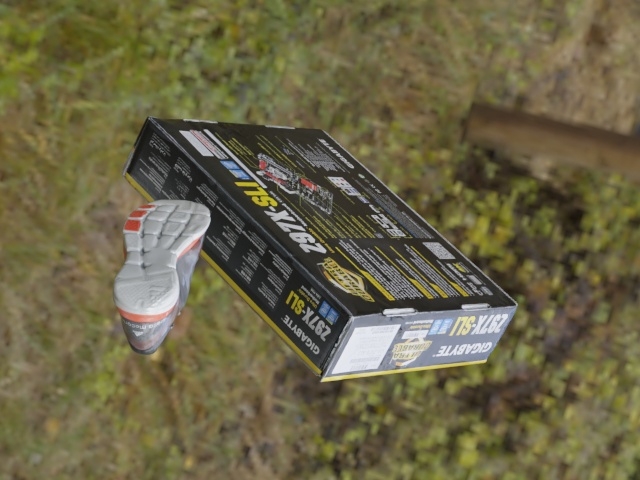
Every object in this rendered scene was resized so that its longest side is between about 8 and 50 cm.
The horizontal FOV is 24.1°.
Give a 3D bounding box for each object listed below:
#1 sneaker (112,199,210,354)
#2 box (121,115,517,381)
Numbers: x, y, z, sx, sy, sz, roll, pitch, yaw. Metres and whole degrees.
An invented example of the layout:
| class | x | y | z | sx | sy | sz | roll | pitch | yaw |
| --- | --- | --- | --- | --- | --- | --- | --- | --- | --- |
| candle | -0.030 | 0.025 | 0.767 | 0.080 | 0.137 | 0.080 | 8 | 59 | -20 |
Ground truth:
| class | x | y | z | sx | sy | sz | roll | pitch | yaw |
| --- | --- | --- | --- | --- | --- | --- | --- | --- | --- |
| sneaker | -0.123 | 0.026 | 1.122 | 0.158 | 0.061 | 0.065 | -71 | 168 | -55 |
| box | 0.000 | 0.000 | 1.455 | 0.257 | 0.322 | 0.079 | -3 | 128 | -48 |
